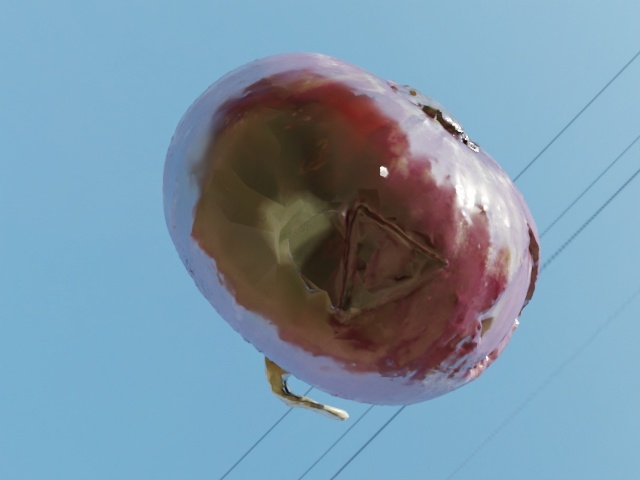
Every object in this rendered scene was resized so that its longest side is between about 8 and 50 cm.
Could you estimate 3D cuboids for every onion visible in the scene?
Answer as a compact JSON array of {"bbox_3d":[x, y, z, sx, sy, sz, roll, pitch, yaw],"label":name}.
[{"bbox_3d":[0.010,-0.010,0.527,0.200,0.200,0.208,-23,-105,8],"label":"onion"}]
